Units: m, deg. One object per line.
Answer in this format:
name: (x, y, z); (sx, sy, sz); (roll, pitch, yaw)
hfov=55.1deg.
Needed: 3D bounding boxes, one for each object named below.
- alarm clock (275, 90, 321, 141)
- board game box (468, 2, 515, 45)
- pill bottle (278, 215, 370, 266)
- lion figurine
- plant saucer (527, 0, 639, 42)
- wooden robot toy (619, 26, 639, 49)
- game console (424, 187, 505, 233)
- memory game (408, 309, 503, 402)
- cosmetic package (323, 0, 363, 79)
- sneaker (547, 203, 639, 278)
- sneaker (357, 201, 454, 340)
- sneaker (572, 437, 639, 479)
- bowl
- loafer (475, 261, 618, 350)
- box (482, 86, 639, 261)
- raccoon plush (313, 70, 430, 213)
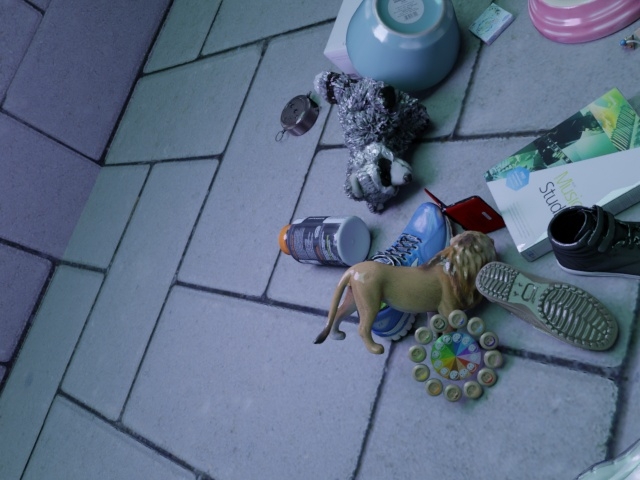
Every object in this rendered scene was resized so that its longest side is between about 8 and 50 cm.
alarm clock: (-0.085, -0.394, 1.987); (0.192, 0.064, 0.129); (-47, 43, 18)
board game box: (0.444, -0.564, 1.595); (0.090, 0.020, 0.090); (-45, 42, 15)
pill bottle: (0.000, 0.000, 1.614); (0.246, 0.130, 0.130); (2, 68, 44)
lion figurine: (0.178, 0.101, 1.260); (0.142, 0.392, 0.240); (-143, 53, -72)
plant saucer: (0.626, -0.614, 1.399); (0.332, 0.084, 0.332); (-24, 52, 34)
wooden robot toy: (0.691, -0.418, 1.238); (0.076, 0.079, 0.173); (-34, -3, -27)
game console: (0.316, -0.074, 1.336); (0.124, 0.144, 0.085); (-23, 53, 34)
memory game: (0.266, 0.230, 1.208); (0.186, 0.186, 0.012); (-53, -1, 7)
cosmetic package: (0.185, -0.685, 1.819); (0.217, 0.156, 0.385); (5, 69, 44)
sneaker: (0.539, -0.002, 1.074); (0.296, 0.147, 0.104); (-6, 61, 41)
sneaker: (0.186, 0.058, 1.385); (0.130, 0.147, 0.330); (17, 79, 48)
sneaker: (0.521, 0.357, 0.932); (0.297, 0.111, 0.129); (-46, 58, 20)
bowl: (0.222, -0.559, 1.582); (0.312, 0.163, 0.311); (0, 77, 1)
loafer: (0.427, 0.121, 1.158); (0.268, 0.092, 0.102); (31, 89, 33)
box: (0.512, -0.133, 1.245); (0.322, 0.058, 0.232); (-34, 47, 25)
raccoon plush: (0.098, -0.260, 1.644); (0.446, 0.216, 0.299); (34, 99, 56)
